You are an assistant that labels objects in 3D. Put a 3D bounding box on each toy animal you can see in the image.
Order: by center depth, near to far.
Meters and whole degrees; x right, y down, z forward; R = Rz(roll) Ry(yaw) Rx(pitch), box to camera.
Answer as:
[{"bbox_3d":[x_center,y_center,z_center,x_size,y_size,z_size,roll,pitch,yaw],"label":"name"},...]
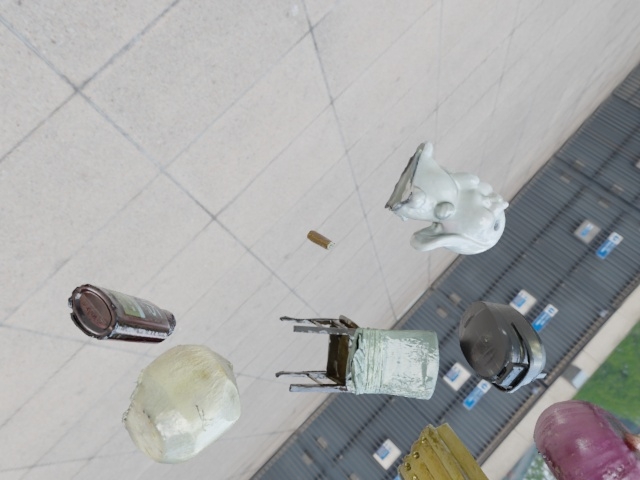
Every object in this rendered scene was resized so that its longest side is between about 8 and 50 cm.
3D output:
[{"bbox_3d":[0.287,-0.071,1.102,0.249,0.289,0.174,-44,174,-34],"label":"toy animal"}]

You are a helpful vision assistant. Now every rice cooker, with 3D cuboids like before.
[{"bbox_3d":[0.312,0.179,0.817,0.106,0.165,0.112,7,125,-27],"label":"rice cooker"}]

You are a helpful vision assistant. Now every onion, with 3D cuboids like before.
[{"bbox_3d":[0.795,0.605,1.340,0.358,0.358,0.345,11,101,-66],"label":"onion"}]

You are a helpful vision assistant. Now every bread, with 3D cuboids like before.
[{"bbox_3d":[0.000,0.000,1.474,0.036,0.083,0.047,-63,162,6],"label":"bread"}]

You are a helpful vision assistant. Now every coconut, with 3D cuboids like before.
[{"bbox_3d":[-0.434,0.511,1.527,0.360,0.346,0.346,-29,152,-46],"label":"coconut"}]

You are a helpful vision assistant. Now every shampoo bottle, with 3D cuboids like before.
[{"bbox_3d":[-0.415,0.173,1.042,0.084,0.129,0.323,-47,165,-6],"label":"shampoo bottle"}]

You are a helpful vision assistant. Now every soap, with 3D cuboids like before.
[{"bbox_3d":[0.384,0.758,1.456,0.143,0.281,0.259,6,122,-33],"label":"soap"}]

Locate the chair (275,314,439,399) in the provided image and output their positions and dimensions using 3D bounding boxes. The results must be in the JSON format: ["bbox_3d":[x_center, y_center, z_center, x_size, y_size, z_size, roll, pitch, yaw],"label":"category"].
[{"bbox_3d":[0.076,0.253,1.044,0.186,0.319,0.160,170,-75,-73],"label":"chair"}]
